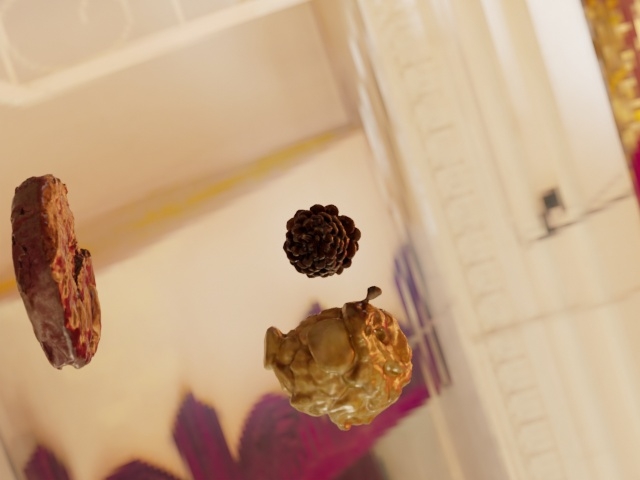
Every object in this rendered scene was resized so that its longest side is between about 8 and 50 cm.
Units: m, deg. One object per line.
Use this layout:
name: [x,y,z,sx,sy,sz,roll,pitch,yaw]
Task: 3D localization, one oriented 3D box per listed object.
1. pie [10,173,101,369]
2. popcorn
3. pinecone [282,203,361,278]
pie: [-0.286,0.036,1.879,0.054,0.219,0.204,-10,-145,3]
popcorn: [0.024,0.145,2.015,0.163,0.140,0.194,-23,165,5]
pinecone: [0.002,0.004,2.203,0.102,0.102,0.109,-18,-168,2]
